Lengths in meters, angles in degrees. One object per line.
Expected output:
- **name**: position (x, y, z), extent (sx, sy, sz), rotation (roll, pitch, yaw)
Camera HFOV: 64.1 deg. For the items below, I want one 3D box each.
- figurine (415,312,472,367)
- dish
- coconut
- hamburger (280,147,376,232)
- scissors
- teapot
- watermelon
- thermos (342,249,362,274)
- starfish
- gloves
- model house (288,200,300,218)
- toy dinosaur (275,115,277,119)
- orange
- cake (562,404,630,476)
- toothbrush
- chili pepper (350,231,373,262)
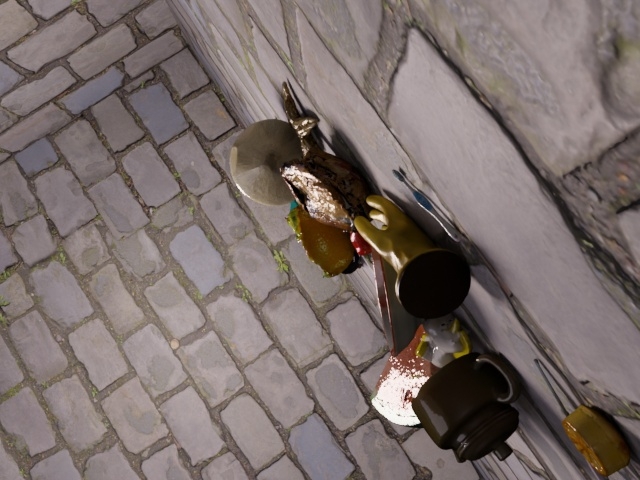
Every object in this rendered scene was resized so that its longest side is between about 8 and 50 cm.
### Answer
- **figurine**: position (0.267, 0.207, 1.066), extent (0.178, 0.109, 0.129), rotation (91, 158, -45)
- **dish**: position (0.167, 0.107, 1.063), extent (0.260, 0.085, 0.260), rotation (-9, -90, -88)
- **coconut**: position (-0.132, -0.216, 1.423), extent (0.237, 0.237, 0.266), rotation (57, -177, -13)
- **hamburger**: position (0.021, -0.111, 1.117), extent (0.231, 0.107, 0.231), rotation (41, 164, 15)
- **scissors**: position (0.352, 0.253, 0.720), extent (0.189, 0.015, 0.100), rotation (64, -162, 12)
- **teapot**: position (0.298, 0.326, 0.967), extent (0.175, 0.186, 0.267), rotation (50, 139, 35)
- **watermelon**: position (0.244, 0.337, 1.232), extent (0.292, 0.250, 0.283), rotation (53, 171, 9)
- **thermos**: position (0.094, 0.066, 2.044), extent (0.330, 0.136, 0.109), rotation (-169, 73, -85)
- **starfish**: position (-0.037, -0.267, 1.219), extent (0.277, 0.062, 0.235), rotation (59, 174, 41)
- **gloves**: position (0.144, 0.012, 0.896), extent (0.294, 0.116, 0.133), rotation (-116, 1, -64)
- **model house**: position (-0.057, -0.114, 1.974), extent (0.127, 0.149, 0.100), rotation (54, 179, 20)
- **toy dinosaur**: position (-0.092, -0.308, 1.610), extent (0.187, 0.044, 0.106), rotation (56, -168, -13)
- **orange**: position (0.009, -0.004, 1.725), extent (0.334, 0.196, 0.262), rotation (96, 155, -78)
- **cake**: position (0.347, 0.250, 0.642), extent (0.084, 0.044, 0.084), rotation (57, 177, 4)
- **toothbrush**: position (0.155, -0.054, 0.753), extent (0.017, 0.014, 0.162), rotation (28, -159, -55)
- **chili pepper**: position (0.108, -0.012, 1.445), extent (0.059, 0.050, 0.191), rotation (-78, -35, -72)
